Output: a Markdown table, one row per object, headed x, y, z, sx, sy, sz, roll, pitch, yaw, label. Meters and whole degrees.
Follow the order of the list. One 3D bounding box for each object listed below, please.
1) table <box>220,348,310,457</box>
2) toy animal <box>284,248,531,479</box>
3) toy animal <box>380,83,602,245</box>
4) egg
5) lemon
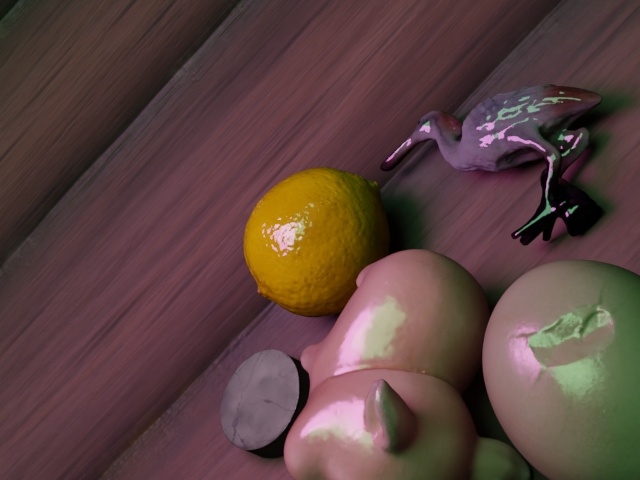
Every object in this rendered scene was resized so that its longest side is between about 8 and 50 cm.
| x | y | z | sx | sy | sz | roll | pitch | yaw | label |
| --- | --- | --- | --- | --- | --- | --- | --- | --- | --- |
| -0.065 | 0.208 | 1.968 | 0.133 | 0.043 | 0.133 | -22 | 54 | 34 | table |
| 0.090 | 0.170 | 1.742 | 0.269 | 0.237 | 0.326 | 18 | 78 | 57 | toy animal |
| 0.213 | -0.121 | 1.855 | 0.324 | 0.090 | 0.195 | 32 | 91 | 45 | toy animal |
| 0.279 | 0.137 | 1.562 | 0.219 | 0.219 | 0.269 | -44 | 59 | 16 | egg |
| 0.000 | 0.000 | 1.927 | 0.203 | 0.178 | 0.178 | -43 | 44 | 0 | lemon |
